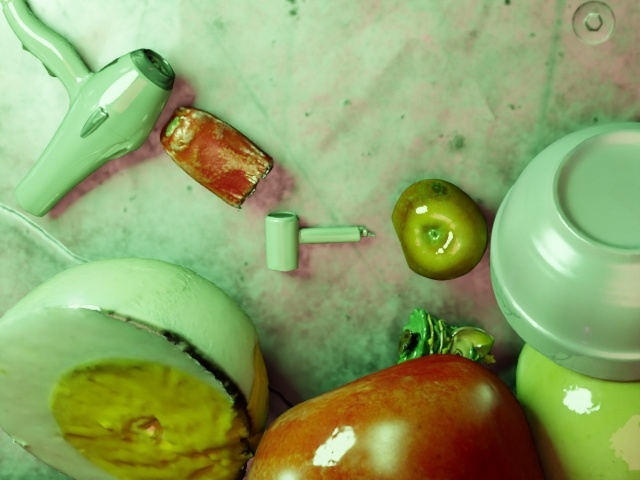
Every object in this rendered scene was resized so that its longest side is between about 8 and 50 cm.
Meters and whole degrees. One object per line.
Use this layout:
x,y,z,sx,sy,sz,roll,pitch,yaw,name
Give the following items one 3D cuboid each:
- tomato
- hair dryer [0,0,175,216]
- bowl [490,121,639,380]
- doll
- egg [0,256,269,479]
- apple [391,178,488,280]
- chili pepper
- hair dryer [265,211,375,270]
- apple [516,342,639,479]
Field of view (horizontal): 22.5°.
0.082,0.272,1.673,0.325,0.290,0.293,-6,86,-39,tomato
-0.313,-0.153,1.770,0.267,0.092,0.229,30,108,8,hair dryer
0.316,-0.011,1.663,0.287,0.287,0.144,-8,146,3,bowl
0.141,0.116,1.829,0.113,0.077,0.078,3,132,-29,doll
-0.197,0.125,1.748,0.337,0.201,0.337,8,135,8,egg
0.133,-0.012,1.767,0.099,0.102,0.114,-16,101,6,apple
-0.117,-0.098,1.770,0.123,0.073,0.070,36,59,-9,chili pepper
0.000,0.000,1.811,0.124,0.038,0.063,-2,104,-6,hair dryer
0.356,0.207,1.747,0.258,0.233,0.295,-15,103,8,apple
